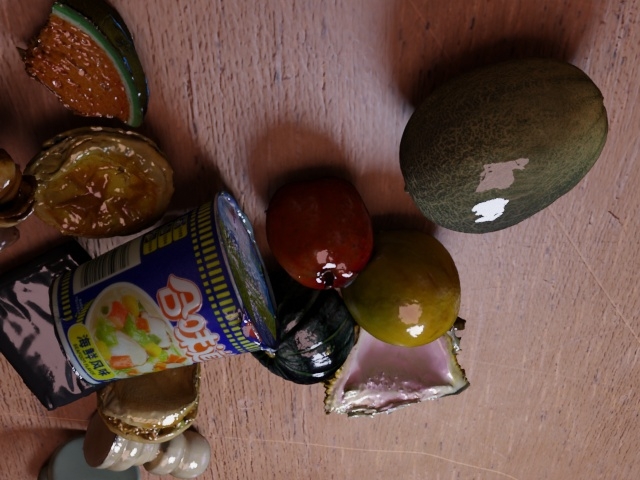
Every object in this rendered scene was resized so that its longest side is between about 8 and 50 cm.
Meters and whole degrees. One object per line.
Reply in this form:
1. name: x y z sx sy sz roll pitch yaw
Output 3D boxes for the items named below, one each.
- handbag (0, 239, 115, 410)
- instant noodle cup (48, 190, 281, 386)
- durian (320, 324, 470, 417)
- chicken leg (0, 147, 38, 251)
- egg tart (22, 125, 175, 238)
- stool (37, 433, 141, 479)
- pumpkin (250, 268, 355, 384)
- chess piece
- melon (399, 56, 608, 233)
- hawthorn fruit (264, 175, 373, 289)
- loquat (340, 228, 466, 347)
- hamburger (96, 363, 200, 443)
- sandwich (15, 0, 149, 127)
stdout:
1. handbag: -0.456 0.151 1.904 0.244 0.088 0.275 -26 109 13
2. instant noodle cup: -0.254 0.098 1.733 0.312 0.284 0.284 -19 135 8
3. durian: 0.143 0.200 2.045 0.305 0.185 0.196 -4 116 -10
4. chicken leg: -0.527 -0.076 1.614 0.295 0.182 0.409 22 154 18
5. egg tart: -0.348 -0.100 1.696 0.241 0.106 0.241 -6 139 -5
6. stool: -0.498 0.538 2.257 0.195 0.195 0.199 14 133 -21
7. pumpkin: -0.045 0.155 1.930 0.220 0.162 0.220 25 137 26
8. chess piece: -0.342 0.426 2.217 0.260 0.143 0.143 23 128 -33
9. melon: 0.275 -0.147 1.638 0.329 0.249 0.248 -28 132 10
10. hawthorn fruit: 0.000 0.000 1.778 0.185 0.202 0.185 -8 143 -6
11. loquat: 0.158 0.095 1.880 0.246 0.213 0.213 35 123 -21
12. hamburger: -0.322 0.277 2.008 0.213 0.214 0.108 1 141 -9
13. sandwich: -0.329 -0.261 1.564 0.159 0.079 0.235 -23 131 29
